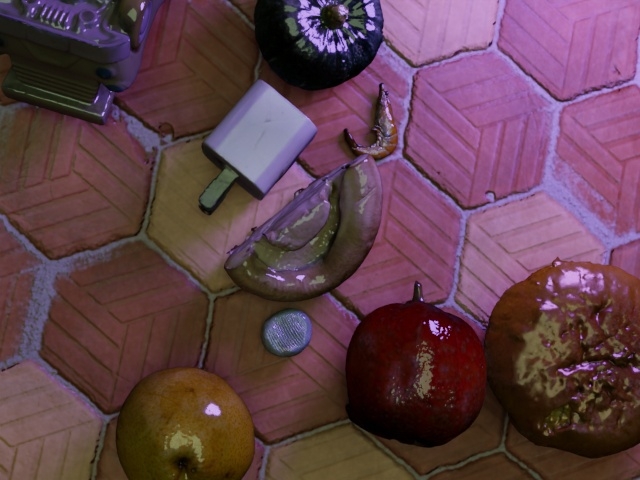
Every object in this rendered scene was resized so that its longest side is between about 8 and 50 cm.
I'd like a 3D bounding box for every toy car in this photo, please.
[{"bbox_3d":[-0.348,-0.375,1.331,0.242,0.226,0.336,16,58,-5],"label":"toy car"}]

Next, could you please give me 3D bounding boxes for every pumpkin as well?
[{"bbox_3d":[-0.001,-0.340,1.378,0.212,0.152,0.211,0,91,-9],"label":"pumpkin"}]

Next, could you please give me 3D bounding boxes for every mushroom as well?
[{"bbox_3d":[0.000,0.000,1.365,0.286,0.156,0.151,-39,103,4],"label":"mushroom"}]

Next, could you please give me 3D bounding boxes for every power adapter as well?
[{"bbox_3d":[-0.118,-0.126,1.362,0.125,0.130,0.205,40,84,-3],"label":"power adapter"}]

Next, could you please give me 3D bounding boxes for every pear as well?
[{"bbox_3d":[-0.196,0.286,1.289,0.209,0.209,0.208,0,86,-7],"label":"pear"}]

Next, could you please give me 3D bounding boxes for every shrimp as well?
[{"bbox_3d":[0.084,-0.196,1.442,0.091,0.025,0.127,3,88,-5],"label":"shrimp"}]

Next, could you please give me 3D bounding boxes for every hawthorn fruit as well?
[{"bbox_3d":[0.148,0.187,1.342,0.215,0.215,0.249,4,76,-6],"label":"hawthorn fruit"}]

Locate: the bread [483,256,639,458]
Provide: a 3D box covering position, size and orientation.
[{"bbox_3d":[0.399,0.187,1.385,0.312,0.172,0.312,0,83,-3],"label":"bread"}]

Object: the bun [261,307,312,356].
[{"bbox_3d":[-0.053,0.146,1.392,0.083,0.045,0.083,1,84,-9],"label":"bun"}]
